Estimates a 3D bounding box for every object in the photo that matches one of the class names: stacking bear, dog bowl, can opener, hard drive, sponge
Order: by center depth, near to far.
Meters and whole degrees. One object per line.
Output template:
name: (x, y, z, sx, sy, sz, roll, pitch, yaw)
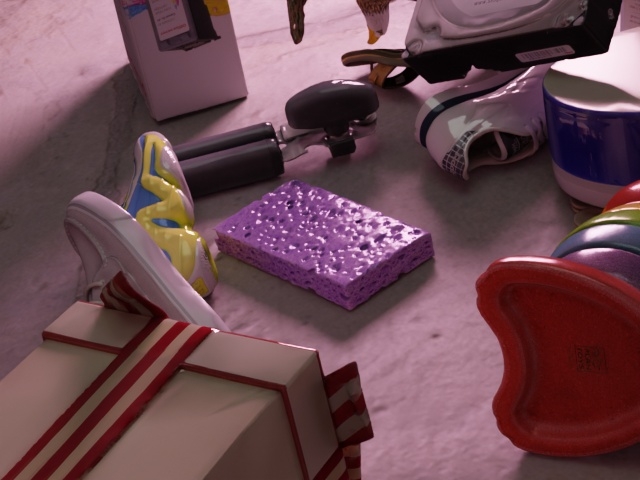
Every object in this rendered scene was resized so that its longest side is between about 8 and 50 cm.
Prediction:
stacking bear: (0.266, 0.036, 1.351, 0.164, 0.175, 0.289, 3, 27, 29)
dog bowl: (0.356, -0.129, 1.591, 0.265, 0.104, 0.265, -11, 24, 5)
sponge: (0.000, 0.000, 1.620, 0.117, 0.031, 0.210, -33, 36, -29)
hard drive: (0.230, -0.336, 1.712, 0.237, 0.064, 0.338, -4, 58, 43)
can opener: (-0.070, -0.113, 1.781, 0.280, 0.093, 0.074, -18, 32, 1)

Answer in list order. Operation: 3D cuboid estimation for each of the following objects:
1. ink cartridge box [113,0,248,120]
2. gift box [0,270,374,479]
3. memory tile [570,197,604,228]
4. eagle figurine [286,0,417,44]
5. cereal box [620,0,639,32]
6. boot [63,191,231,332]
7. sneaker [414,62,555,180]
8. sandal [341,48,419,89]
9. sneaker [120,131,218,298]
ink cartridge box: (-0.196, -0.336, 1.971, 0.131, 0.306, 0.226, -17, 31, -7)
gift box: (-0.113, 0.185, 1.141, 0.255, 0.276, 0.258, 13, 38, 29)
memory tile: (0.302, -0.033, 1.575, 0.113, 0.012, 0.148, -8, 31, 9)
eagle figurine: (0.099, -0.321, 1.919, 0.298, 0.226, 0.225, -4, -12, -6)
cereal box: (0.398, -0.284, 1.724, 0.047, 0.240, 0.173, -23, 32, -32)
boot: (-0.193, 0.063, 1.483, 0.123, 0.095, 0.258, -32, 55, -23)
sneaker: (0.220, -0.134, 1.719, 0.235, 0.090, 0.095, -27, 45, -14)
sandal: (0.090, -0.200, 1.887, 0.072, 0.049, 0.180, -5, 12, -43)
sneaker: (-0.190, -0.019, 1.648, 0.126, 0.091, 0.240, -20, 41, -3)
